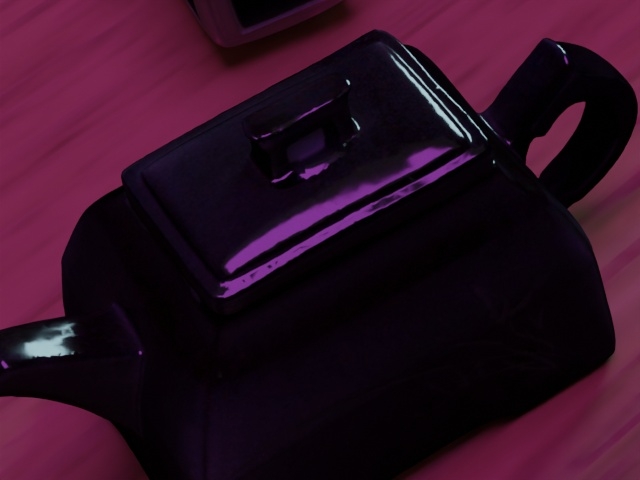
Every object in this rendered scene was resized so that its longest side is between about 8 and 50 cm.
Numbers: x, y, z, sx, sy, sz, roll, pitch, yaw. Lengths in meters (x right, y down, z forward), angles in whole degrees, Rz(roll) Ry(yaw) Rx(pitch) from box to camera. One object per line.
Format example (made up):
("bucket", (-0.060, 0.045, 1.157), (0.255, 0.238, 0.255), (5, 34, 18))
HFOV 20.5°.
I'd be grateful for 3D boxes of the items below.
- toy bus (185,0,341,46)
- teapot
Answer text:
("toy bus", (-0.036, -0.119, 0.531), (0.060, 0.075, 0.123), (-24, 52, -10))
("teapot", (0.000, 0.000, 0.419), (0.177, 0.096, 0.087), (-28, 53, -13))
